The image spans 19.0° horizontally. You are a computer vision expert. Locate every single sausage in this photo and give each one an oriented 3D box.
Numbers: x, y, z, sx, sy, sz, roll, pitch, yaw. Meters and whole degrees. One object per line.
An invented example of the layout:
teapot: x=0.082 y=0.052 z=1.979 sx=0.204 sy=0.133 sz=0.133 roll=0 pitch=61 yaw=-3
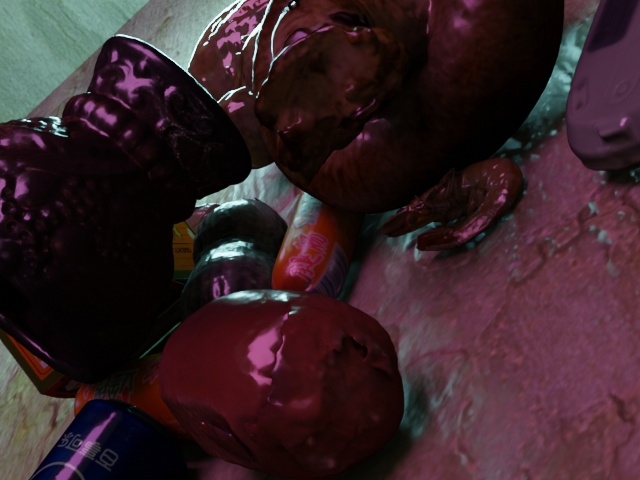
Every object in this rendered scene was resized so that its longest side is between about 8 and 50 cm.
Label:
sausage: x=-0.157 y=0.153 z=1.829 sx=0.312 sy=0.093 sz=0.093 roll=-15 pitch=35 yaw=57
sausage: x=0.000 y=0.000 z=1.849 sx=0.071 sy=0.071 sz=0.234 roll=-35 pitch=21 yaw=30
sausage: x=-0.035 y=0.116 z=1.556 sx=0.152 sy=0.152 sz=0.280 roll=-51 pitch=19 yaw=-16

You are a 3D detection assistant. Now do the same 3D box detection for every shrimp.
shrimp: x=0.116 y=-0.019 z=1.707 sx=0.162 sy=0.045 sz=0.095 roll=-26 pitch=47 yaw=35

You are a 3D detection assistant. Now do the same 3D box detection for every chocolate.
chocolate: x=-0.081 y=0.037 z=1.892 sx=0.110 sy=0.110 sz=0.248 roll=-39 pitch=22 yaw=18

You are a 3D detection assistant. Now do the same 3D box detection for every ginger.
ginger: x=-0.057 y=-0.196 z=2.257 sx=0.244 sy=0.155 sz=0.304 roll=-42 pitch=18 yaw=5

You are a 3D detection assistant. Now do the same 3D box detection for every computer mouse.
computer mouse: x=0.309 y=-0.192 z=1.557 sx=0.197 sy=0.095 sz=0.331 roll=-17 pitch=42 yaw=58

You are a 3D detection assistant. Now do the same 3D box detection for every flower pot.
flower pot: x=-0.221 y=-0.041 z=1.827 sx=0.267 sy=0.266 sz=0.266 roll=-49 pitch=18 yaw=-17

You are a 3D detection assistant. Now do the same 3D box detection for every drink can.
drink can: x=-0.215 y=0.247 z=1.718 sx=0.205 sy=0.118 sz=0.118 roll=-56 pitch=21 yaw=-24

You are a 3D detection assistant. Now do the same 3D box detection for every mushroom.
mushroom: x=0.039 y=-0.180 z=1.769 sx=0.331 sy=0.356 sz=0.334 roll=-59 pitch=46 yaw=44

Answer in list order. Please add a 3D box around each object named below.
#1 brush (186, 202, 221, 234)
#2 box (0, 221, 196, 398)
brush: x=-0.222 y=0.046 z=2.286 sx=0.299 sy=0.039 sz=0.042 roll=-38 pitch=-23 yaw=25
box: x=-0.232 y=0.053 z=2.044 sx=0.195 sy=0.148 sz=0.177 roll=-41 pitch=-12 yaw=12
